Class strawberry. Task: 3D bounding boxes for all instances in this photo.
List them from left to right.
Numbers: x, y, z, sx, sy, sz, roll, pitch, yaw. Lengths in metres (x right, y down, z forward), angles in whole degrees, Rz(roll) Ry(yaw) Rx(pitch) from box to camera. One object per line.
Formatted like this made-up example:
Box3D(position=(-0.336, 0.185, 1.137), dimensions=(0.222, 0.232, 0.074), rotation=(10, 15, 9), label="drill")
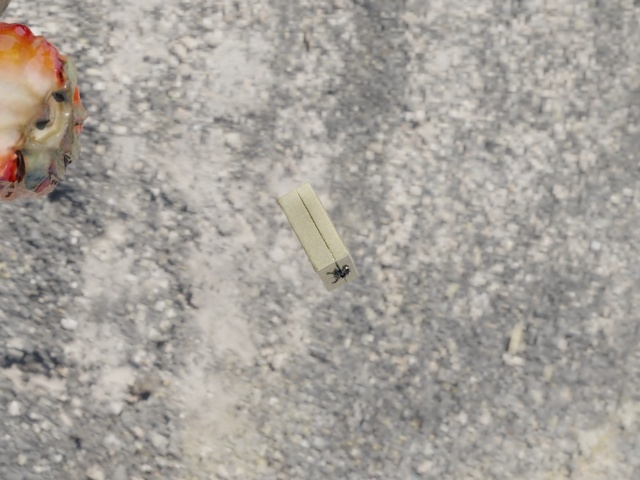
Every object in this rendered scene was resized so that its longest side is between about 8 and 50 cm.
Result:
Box3D(position=(-0.487, -0.171, 1.546), dimensions=(0.149, 0.336, 0.265), rotation=(84, 21, -70), label="strawberry")

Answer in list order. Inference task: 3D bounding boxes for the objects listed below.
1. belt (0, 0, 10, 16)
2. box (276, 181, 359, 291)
Box3D(position=(-0.360, -0.260, 0.904), dimensions=(0.217, 0.339, 0.122), rotation=(-8, 76, -20), label="belt")
Box3D(position=(0.000, 0.000, 1.017), dimensions=(0.035, 0.083, 0.079), rotation=(-28, 161, 1), label="box")
